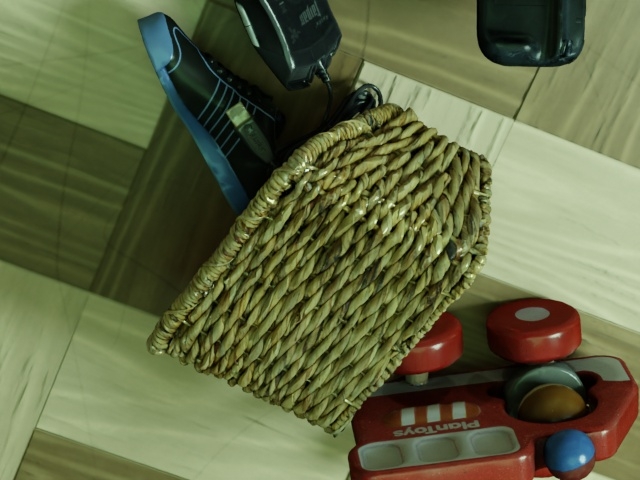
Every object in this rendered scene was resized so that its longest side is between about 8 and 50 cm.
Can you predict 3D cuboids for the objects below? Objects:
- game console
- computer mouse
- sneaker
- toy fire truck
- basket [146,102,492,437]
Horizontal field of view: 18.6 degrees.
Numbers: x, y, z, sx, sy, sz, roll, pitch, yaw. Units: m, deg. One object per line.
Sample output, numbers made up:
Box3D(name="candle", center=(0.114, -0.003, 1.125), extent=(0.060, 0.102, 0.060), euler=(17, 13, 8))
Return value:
Box3D(name="game console", center=(0.184, -0.344, 1.827), extent=(0.213, 0.044, 0.361), euler=(0, 93, -3))
Box3D(name="computer mouse", center=(-0.051, -0.182, 1.873), extent=(0.060, 0.184, 0.262), euler=(-1, 125, 44))
Box3D(name="sneaker", center=(-0.094, -0.136, 1.920), extent=(0.090, 0.081, 0.232), euler=(-28, 116, 2))
Box3D(name="toy fire truck", center=(0.173, 0.185, 1.960), extent=(0.302, 0.254, 0.169), euler=(-5, 111, -2))
Box3D(name="basket", center=(0.000, 0.000, 1.887), extent=(0.223, 0.213, 0.299), euler=(26, 129, -15))
